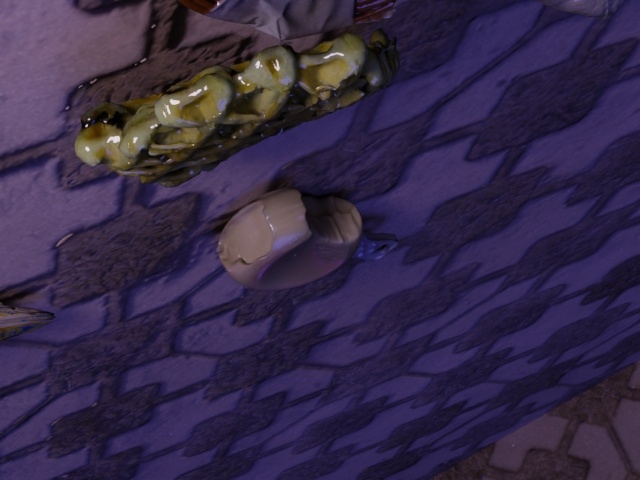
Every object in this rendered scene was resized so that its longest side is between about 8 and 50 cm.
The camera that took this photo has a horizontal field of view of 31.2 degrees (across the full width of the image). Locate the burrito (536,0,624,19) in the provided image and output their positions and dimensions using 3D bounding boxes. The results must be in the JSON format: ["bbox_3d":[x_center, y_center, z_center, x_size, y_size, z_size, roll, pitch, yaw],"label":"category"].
[{"bbox_3d":[0.234,-0.269,1.140,0.275,0.059,0.082,6,129,-47],"label":"burrito"}]

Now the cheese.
[{"bbox_3d":[0.000,0.000,1.467,0.286,0.082,0.163,1,147,-47],"label":"cheese"}]

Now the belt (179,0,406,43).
[{"bbox_3d":[-0.011,-0.253,0.905,0.261,0.105,0.184,-7,153,-32],"label":"belt"}]

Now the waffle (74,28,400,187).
[{"bbox_3d":[-0.062,-0.119,1.052,0.297,0.073,0.317,-18,179,13],"label":"waffle"}]

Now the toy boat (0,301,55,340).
[{"bbox_3d":[-0.408,0.102,1.330,0.210,0.066,0.084,-7,153,-33],"label":"toy boat"}]
